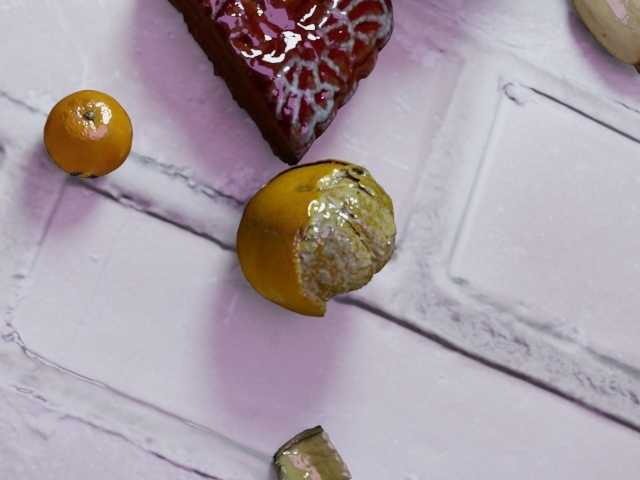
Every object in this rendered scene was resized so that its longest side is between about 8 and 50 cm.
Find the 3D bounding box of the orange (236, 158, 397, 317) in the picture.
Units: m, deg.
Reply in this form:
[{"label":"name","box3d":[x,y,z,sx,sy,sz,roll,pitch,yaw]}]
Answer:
[{"label":"orange","box3d":[0.000,0.000,1.834,0.156,0.156,0.134,-42,137,-25]}]

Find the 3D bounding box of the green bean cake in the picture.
[{"label":"green bean cake","box3d":[-0.055,-0.214,1.884,0.232,0.097,0.198,43,66,-9]}]

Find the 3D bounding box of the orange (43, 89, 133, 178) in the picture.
[{"label":"orange","box3d":[-0.211,-0.098,1.803,0.083,0.083,0.083,5,76,-21]}]

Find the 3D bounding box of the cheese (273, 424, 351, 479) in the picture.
[{"label":"cheese","box3d":[-0.020,0.217,1.829,0.084,0.041,0.060,-35,100,-41]}]

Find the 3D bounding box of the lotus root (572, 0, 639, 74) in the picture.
[{"label":"lotus root","box3d":[0.306,-0.241,2.059,0.073,0.062,0.150,-38,95,-25]}]
